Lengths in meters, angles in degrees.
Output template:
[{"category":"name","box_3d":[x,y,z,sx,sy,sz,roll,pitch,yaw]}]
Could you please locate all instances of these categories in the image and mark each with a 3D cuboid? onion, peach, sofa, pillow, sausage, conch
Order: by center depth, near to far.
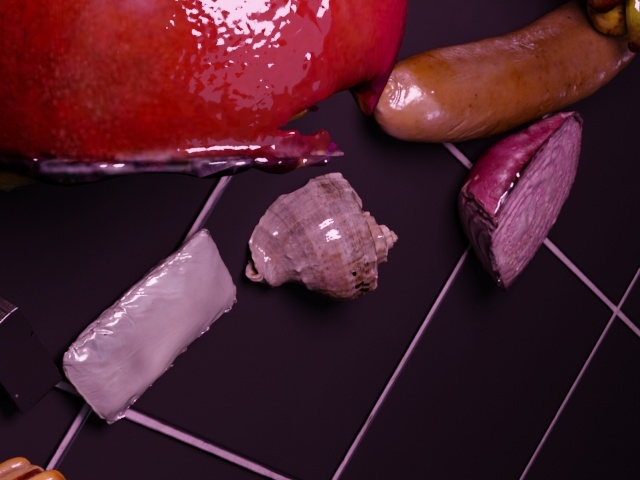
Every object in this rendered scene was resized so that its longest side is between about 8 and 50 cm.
[{"category":"peach","box_3d":[-0.134,-0.185,1.093,0.353,0.339,0.416,42,78,-16]},{"category":"sofa","box_3d":[-0.313,0.116,1.280,0.060,0.039,0.118,-42,137,-22]},{"category":"pillow","box_3d":[-0.183,0.096,1.399,0.229,0.051,0.128,-44,139,-25]},{"category":"conch","box_3d":[0.000,0.000,1.530,0.207,0.130,0.155,-8,84,-20]},{"category":"sausage","box_3d":[0.250,-0.214,1.641,0.500,0.123,0.136,-24,125,-37]},{"category":"onion","box_3d":[0.264,-0.078,1.737,0.247,0.111,0.250,-54,153,-22]}]

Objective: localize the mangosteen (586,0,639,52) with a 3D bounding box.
[{"category":"mangosteen","box_3d":[0.397,-0.367,1.599,0.215,0.215,0.258,-5,98,-46]}]

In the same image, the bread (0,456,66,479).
[{"category":"bread","box_3d":[-0.316,0.324,1.361,0.116,0.077,0.200,-38,136,-29]}]
